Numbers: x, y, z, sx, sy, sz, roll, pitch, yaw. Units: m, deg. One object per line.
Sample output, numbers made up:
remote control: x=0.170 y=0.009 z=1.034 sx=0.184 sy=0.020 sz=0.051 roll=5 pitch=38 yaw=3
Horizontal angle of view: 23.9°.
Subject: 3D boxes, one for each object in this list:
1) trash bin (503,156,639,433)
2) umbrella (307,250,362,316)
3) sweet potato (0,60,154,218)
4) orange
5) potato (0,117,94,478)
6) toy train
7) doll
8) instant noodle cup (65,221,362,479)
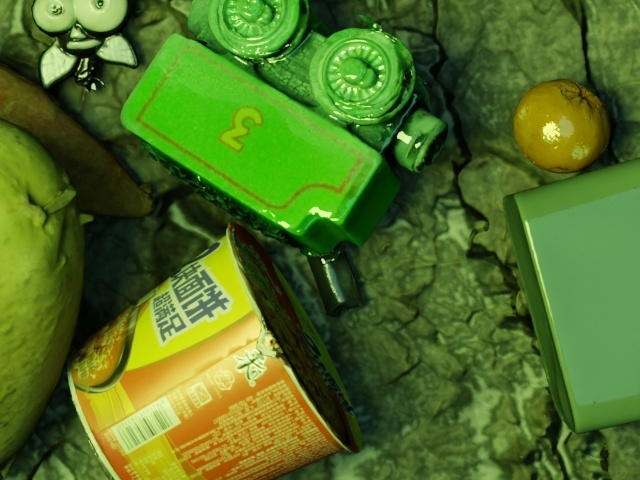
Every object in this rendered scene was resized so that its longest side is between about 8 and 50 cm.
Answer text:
trash bin: x=0.342 y=0.018 z=1.247 sx=0.343 sy=0.158 sz=0.223 roll=-15 pitch=90 yaw=3
umbrella: x=0.002 y=-0.001 z=1.290 sx=0.036 sy=0.031 sz=0.133 roll=-20 pitch=90 yaw=-15
sweet potato: x=-0.291 y=-0.097 z=1.238 sx=0.336 sy=0.131 sz=0.131 roll=32 pitch=89 yaw=-19
orange: x=0.204 y=-0.096 z=1.275 sx=0.083 sy=0.070 sz=0.083 roll=18 pitch=47 yaw=-21
potato: x=-0.313 y=0.040 z=1.143 sx=0.269 sy=0.219 sz=0.359 roll=34 pitch=129 yaw=3
toy train: x=-0.027 y=-0.102 z=1.225 sx=0.243 sy=0.132 sz=0.188 roll=31 pitch=88 yaw=15
doll: x=-0.210 y=-0.233 z=1.263 sx=0.091 sy=0.067 sz=0.219 roll=-12 pitch=92 yaw=-7
instant noodle cup: x=-0.090 y=0.116 z=1.208 sx=0.174 sy=0.213 sz=0.213 roll=-30 pitch=91 yaw=5
